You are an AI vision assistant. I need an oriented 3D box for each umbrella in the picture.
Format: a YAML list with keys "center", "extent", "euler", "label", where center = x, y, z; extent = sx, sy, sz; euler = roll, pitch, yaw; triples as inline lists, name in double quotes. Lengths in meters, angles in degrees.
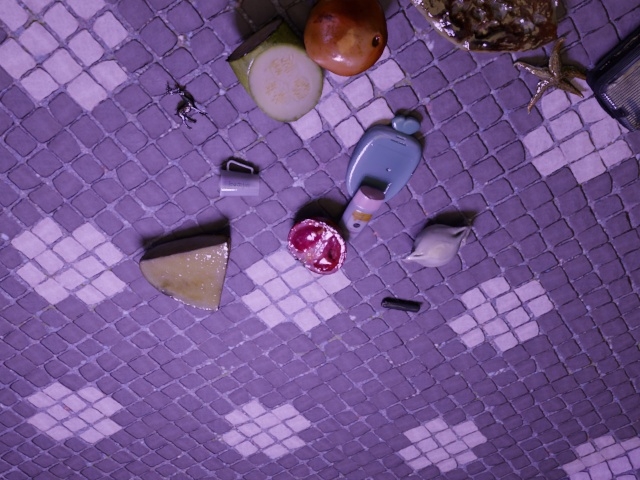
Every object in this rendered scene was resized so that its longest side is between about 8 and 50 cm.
- center: [0.264, 0.217, 2.246]
  extent: [0.133, 0.031, 0.036]
  euler: [10, 123, -9]
  label: "umbrella"

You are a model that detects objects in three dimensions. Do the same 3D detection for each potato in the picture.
- center: [-0.409, 0.064, 2.056]
  extent: [0.255, 0.112, 0.269]
  euler: [11, 122, -6]
  label: "potato"

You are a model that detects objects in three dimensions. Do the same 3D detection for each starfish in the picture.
- center: [0.608, -0.427, 1.796]
  extent: [0.224, 0.050, 0.216]
  euler: [16, 131, -8]
  label: "starfish"

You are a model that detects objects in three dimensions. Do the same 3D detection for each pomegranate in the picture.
- center: [0.065, -0.496, 1.620]
  extent: [0.209, 0.209, 0.209]
  euler: [-1, 126, -2]
  label: "pomegranate"

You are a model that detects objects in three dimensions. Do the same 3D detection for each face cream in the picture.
- center: [0.112, -0.076, 1.980]
  extent: [0.084, 0.057, 0.198]
  euler: [15, 140, -14]
  label: "face cream"

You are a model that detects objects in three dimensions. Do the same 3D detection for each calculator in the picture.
- center: [0.181, -0.222, 1.917]
  extent: [0.186, 0.041, 0.298]
  euler: [20, 124, -16]
  label: "calculator"

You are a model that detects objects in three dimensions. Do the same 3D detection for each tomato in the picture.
- center: [0.000, 0.000, 2.029]
  extent: [0.189, 0.099, 0.173]
  euler: [42, 122, -12]
  label: "tomato"

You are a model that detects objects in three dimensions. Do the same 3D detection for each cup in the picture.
- center: [-0.231, -0.174, 1.923]
  extent: [0.116, 0.074, 0.104]
  euler: [2, 97, -9]
  label: "cup"

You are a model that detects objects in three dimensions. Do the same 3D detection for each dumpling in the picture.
- center: [0.352, 0.020, 2.064]
  extent: [0.229, 0.124, 0.151]
  euler: [-21, 162, 3]
  label: "dumpling"

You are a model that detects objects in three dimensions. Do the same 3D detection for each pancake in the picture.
- center: [0.391, -0.611, 1.648]
  extent: [0.427, 0.067, 0.304]
  euler: [6, 118, -6]
  label: "pancake"

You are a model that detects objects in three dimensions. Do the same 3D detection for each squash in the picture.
- center: [-0.089, -0.397, 1.690]
  extent: [0.189, 0.189, 0.260]
  euler: [-28, 118, 17]
  label: "squash"

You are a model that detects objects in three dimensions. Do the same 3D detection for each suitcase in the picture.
- center: [0.852, -0.440, 1.733]
  extent: [0.312, 0.128, 0.202]
  euler: [-41, 118, 20]
  label: "suitcase"

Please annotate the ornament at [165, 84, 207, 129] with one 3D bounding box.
- center: [-0.365, -0.358, 1.802]
  extent: [0.073, 0.028, 0.125]
  euler: [-35, 122, 20]
  label: "ornament"
